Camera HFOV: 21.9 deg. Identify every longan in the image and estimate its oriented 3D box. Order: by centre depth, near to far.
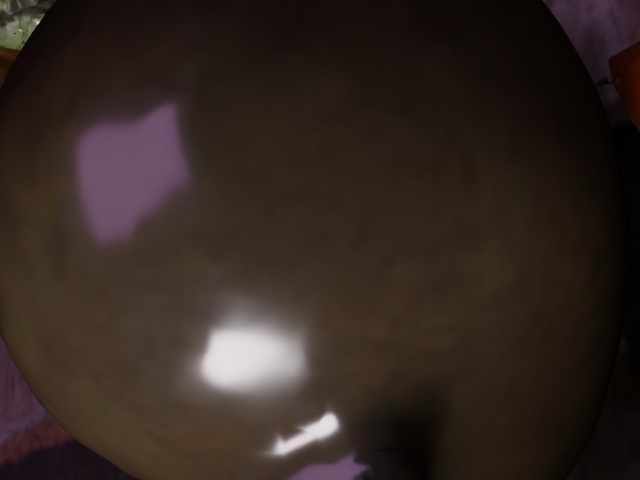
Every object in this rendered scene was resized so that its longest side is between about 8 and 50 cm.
[{"bbox_3d":[0.000,0.000,0.642,0.243,0.300,0.300,-33,58,20],"label":"longan"}]

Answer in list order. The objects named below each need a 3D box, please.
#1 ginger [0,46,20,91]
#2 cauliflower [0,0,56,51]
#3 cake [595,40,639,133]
[{"bbox_3d":[-0.269,-0.033,0.978,0.254,0.176,0.418,14,83,50],"label":"ginger"},{"bbox_3d":[-0.103,-0.229,0.819,0.275,0.250,0.272,-33,54,-9],"label":"cauliflower"},{"bbox_3d":[0.185,-0.003,0.607,0.135,0.098,0.287,-20,61,32],"label":"cake"}]
